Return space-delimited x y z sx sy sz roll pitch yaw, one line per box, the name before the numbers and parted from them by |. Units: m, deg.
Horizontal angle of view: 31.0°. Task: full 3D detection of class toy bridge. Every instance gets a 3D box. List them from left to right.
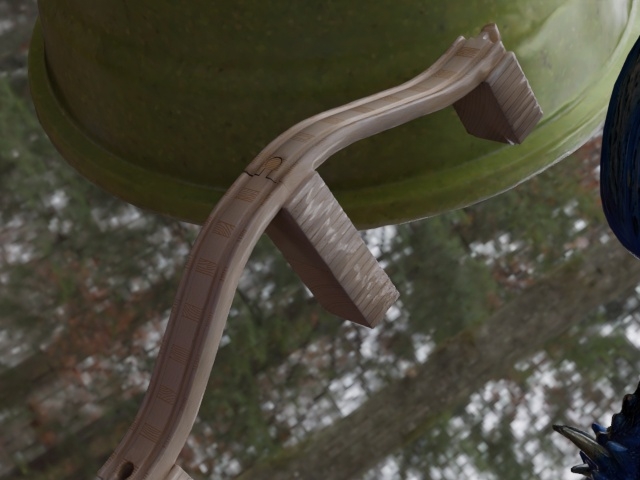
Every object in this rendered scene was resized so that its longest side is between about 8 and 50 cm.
toy bridge | 0.000 0.000 0.344 0.026 0.188 0.063 18 -27 47

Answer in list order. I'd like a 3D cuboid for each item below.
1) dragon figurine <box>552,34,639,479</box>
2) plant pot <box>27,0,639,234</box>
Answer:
dragon figurine | 0.140 -0.028 0.352 0.085 0.144 0.289 -107 -164 -81
plant pot | -0.009 -0.188 0.424 0.276 0.276 0.254 34 -31 35
